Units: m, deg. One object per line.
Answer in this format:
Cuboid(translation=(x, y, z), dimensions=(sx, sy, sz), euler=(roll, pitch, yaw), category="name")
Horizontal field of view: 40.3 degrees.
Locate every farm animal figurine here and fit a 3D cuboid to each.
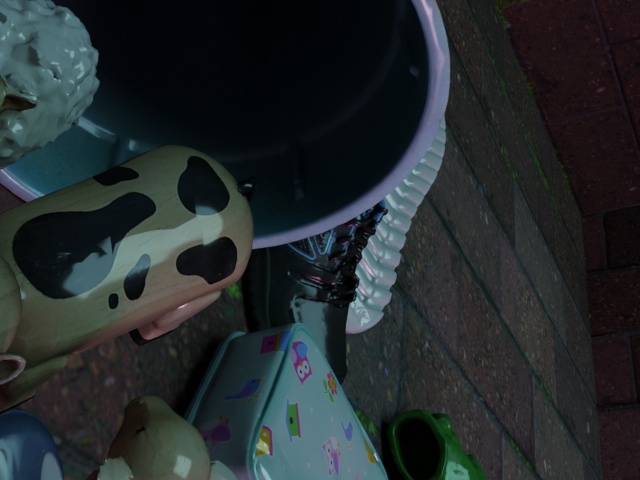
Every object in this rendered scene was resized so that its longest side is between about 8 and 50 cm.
Cuboid(translation=(-0.139, 0.053, 0.417), dimensions=(0.330, 0.172, 0.327), euler=(48, 52, -7), category="farm animal figurine")

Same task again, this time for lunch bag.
Cuboid(translation=(-0.026, 0.230, 0.832), dimensions=(0.224, 0.107, 0.279), euler=(-73, 145, -54), category="lunch bag")

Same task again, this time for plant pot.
Cuboid(translation=(-0.090, -0.225, 0.672), dimensions=(0.341, 0.341, 0.334), euler=(50, 29, -46), category="plant pot")

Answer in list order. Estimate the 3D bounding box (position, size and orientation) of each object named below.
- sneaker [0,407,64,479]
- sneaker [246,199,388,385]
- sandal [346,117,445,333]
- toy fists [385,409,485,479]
Cuboid(translation=(-0.164, 0.249, 0.497), dimensions=(0.112, 0.131, 0.319), euler=(20, 61, -53), category="sneaker")
Cuboid(translation=(0.000, 0.000, 0.948), dimensions=(0.125, 0.139, 0.341), euler=(10, 72, -65), category="sneaker")
Cuboid(translation=(0.053, -0.071, 1.153), dimensions=(0.169, 0.102, 0.416), euler=(43, 53, -30), category="sandal")
Cuboid(translation=(0.187, 0.353, 1.169), dimensions=(0.279, 0.096, 0.142), euler=(63, 6, 30), category="toy fists")
